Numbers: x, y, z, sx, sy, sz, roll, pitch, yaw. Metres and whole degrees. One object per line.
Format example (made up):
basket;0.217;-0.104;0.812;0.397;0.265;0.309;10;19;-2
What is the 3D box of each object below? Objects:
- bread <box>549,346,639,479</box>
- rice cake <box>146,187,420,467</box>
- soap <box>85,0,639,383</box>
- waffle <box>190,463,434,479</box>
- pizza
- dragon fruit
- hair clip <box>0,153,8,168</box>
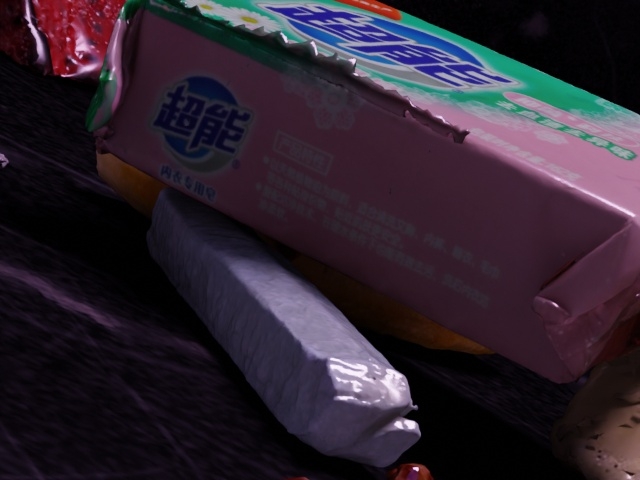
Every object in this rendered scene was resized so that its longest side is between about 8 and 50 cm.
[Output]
bread;0.280;0.143;0.929;0.315;0.279;0.248;-31;42;-25
rice cake;-0.024;0.029;0.804;0.045;0.042;0.245;14;14;-26
soap;0.052;-0.036;0.868;0.273;0.098;0.218;27;19;25
waffle;0.070;0.129;0.483;0.234;0.055;0.221;10;19;-43
pizza;0.001;-0.003;0.981;0.246;0.058;0.127;27;12;-1
dragon fruit;-0.152;-0.159;1.332;0.192;0.092;0.122;18;12;-40
hair clip;-0.206;-0.044;0.719;0.172;0.049;0.116;22;6;-9
